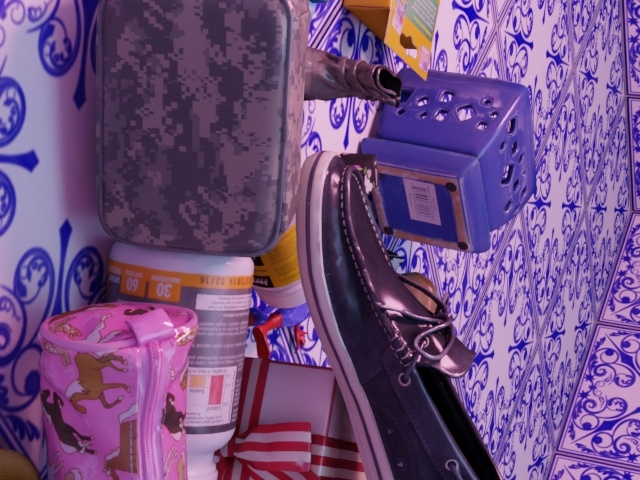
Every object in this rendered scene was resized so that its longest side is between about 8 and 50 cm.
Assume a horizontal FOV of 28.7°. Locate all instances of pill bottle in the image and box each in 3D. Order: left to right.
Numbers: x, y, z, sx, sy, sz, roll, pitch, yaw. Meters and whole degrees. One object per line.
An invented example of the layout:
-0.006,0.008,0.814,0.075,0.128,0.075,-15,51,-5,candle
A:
-0.166,0.143,1.380,0.162,0.162,0.279,2,95,-66,pill bottle
-0.066,-0.011,1.606,0.208,0.119,0.119,67,39,-49,pill bottle

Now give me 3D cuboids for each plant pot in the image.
0.204,-0.121,2.049,0.212,0.236,0.236,-55,146,-35,plant pot

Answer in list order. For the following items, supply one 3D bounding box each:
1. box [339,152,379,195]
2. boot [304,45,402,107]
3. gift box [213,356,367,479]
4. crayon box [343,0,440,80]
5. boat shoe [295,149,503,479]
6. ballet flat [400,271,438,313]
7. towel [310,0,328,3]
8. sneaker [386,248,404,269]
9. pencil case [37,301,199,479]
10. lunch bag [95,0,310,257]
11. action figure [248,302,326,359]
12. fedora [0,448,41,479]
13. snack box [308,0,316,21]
0.045,-0.095,1.896,0.083,0.062,0.052,-42,133,-54,box
0.012,-0.229,1.656,0.246,0.161,0.083,9,89,-66,boot
-0.060,0.285,1.548,0.258,0.255,0.276,35,58,-65,gift box
0.126,-0.432,1.944,0.203,0.083,0.323,25,74,-65,crayon box
0.097,0.128,1.450,0.187,0.156,0.500,-30,102,-72,boat shoe
0.120,0.214,2.128,0.124,0.116,0.342,22,76,-45,ballet flat
-0.047,-0.461,1.453,0.370,0.040,0.272,26,73,-64,towel
0.107,0.042,2.120,0.109,0.040,0.044,-9,122,-61,sneaker
-0.193,0.248,1.233,0.160,0.167,0.386,-31,121,-71,pencil case
-0.114,-0.151,1.347,0.256,0.212,0.305,-65,159,-70,lunch bag
-0.036,0.129,1.757,0.280,0.091,0.139,-38,125,-56,action figure
-0.335,0.276,1.148,0.194,0.079,0.194,-32,127,-58,fedora
-0.063,-0.435,1.549,0.322,0.060,0.187,55,48,-57,snack box
